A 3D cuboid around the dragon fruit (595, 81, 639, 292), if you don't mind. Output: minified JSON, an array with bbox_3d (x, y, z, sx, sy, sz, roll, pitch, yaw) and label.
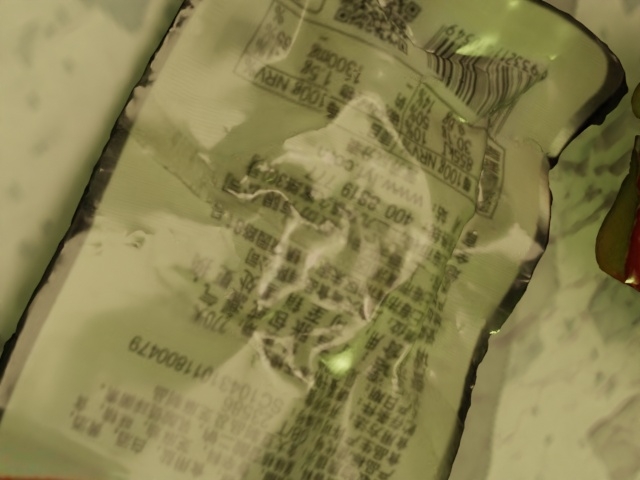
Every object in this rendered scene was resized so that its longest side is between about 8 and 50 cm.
[{"bbox_3d":[0.176,0.000,0.632,0.150,0.133,0.207,-21,142,-7],"label":"dragon fruit"}]

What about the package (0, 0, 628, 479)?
[{"bbox_3d":[0.000,0.000,0.565,0.166,0.040,0.232,28,84,-29],"label":"package"}]
